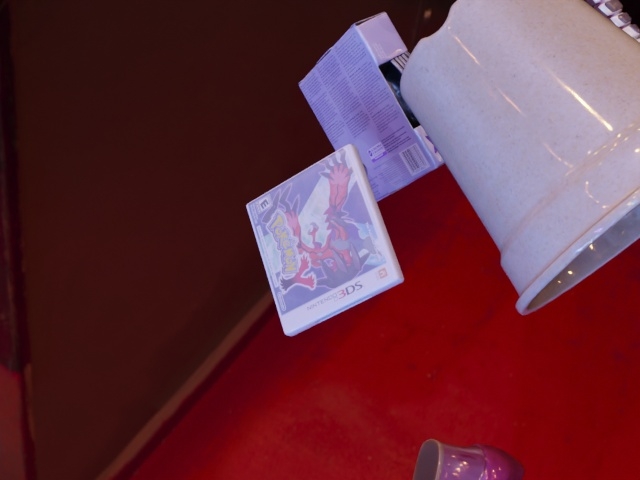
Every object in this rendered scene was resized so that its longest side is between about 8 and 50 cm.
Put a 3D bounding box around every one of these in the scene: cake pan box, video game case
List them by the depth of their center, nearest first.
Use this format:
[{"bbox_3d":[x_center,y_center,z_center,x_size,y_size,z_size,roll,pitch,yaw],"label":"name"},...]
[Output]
[{"bbox_3d":[0.000,0.000,1.136,0.023,0.183,0.201,17,49,-56],"label":"video game case"},{"bbox_3d":[0.088,-0.199,1.355,0.070,0.267,0.245,-32,91,-23],"label":"cake pan box"}]

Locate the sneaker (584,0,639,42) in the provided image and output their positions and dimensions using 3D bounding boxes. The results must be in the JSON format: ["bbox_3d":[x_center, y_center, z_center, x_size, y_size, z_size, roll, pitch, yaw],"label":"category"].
[{"bbox_3d":[0.340,-0.270,1.185,0.163,0.106,0.281,-34,67,7],"label":"sneaker"}]

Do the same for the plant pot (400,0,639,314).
[{"bbox_3d":[0.266,-0.135,0.987,0.334,0.334,0.305,-25,69,-37],"label":"plant pot"}]

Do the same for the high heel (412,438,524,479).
[{"bbox_3d":[0.199,0.487,1.256,0.181,0.377,0.127,18,-5,-24],"label":"high heel"}]
